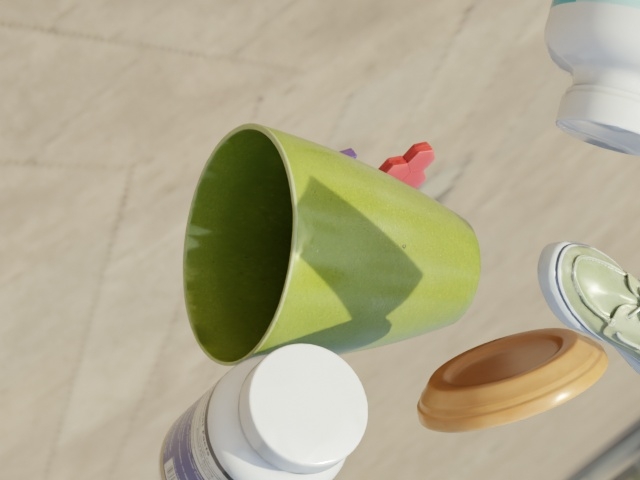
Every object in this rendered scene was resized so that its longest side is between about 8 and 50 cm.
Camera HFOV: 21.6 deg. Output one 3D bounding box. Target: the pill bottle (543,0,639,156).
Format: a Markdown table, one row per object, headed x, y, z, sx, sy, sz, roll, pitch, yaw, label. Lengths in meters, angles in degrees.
| x | y | z | sx | sy | sz | roll | pitch | yaw | label |
| --- | --- | --- | --- | --- | --- | --- | --- | --- | --- |
| 0.256 | -0.201 | 1.266 | 0.146 | 0.146 | 0.264 | 44 | 61 | -77 | pill bottle |

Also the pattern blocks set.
| x | y | z | sx | sy | sz | roll | pitch | yaw | label |
| --- | --- | --- | --- | --- | --- | --- | --- | --- | --- |
| 0.000 | 0.000 | 2.268 | 0.285 | 0.026 | 0.325 | -7 | 140 | -33 | pattern blocks set |

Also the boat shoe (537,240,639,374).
| x | y | z | sx | sy | sz | roll | pitch | yaw | label |
| --- | --- | --- | --- | --- | --- | --- | --- | --- | --- |
| 0.398 | 0.089 | 2.155 | 0.094 | 0.302 | 0.109 | -5 | -122 | 50 | boat shoe |

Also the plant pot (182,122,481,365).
| x | y | z | sx | sy | sz | roll | pitch | yaw | label |
| --- | --- | --- | --- | --- | --- | --- | --- | --- | --- |
| 0.030 | 0.018 | 1.959 | 0.293 | 0.275 | 0.275 | 6 | 144 | -29 | plant pot |

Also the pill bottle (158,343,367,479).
| x | y | z | sx | sy | sz | roll | pitch | yaw | label |
| --- | --- | --- | --- | --- | --- | --- | --- | --- | --- |
| -0.059 | 0.205 | 1.724 | 0.153 | 0.153 | 0.264 | -28 | 172 | -31 | pill bottle |

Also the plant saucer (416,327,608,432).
| x | y | z | sx | sy | sz | roll | pitch | yaw | label |
| --- | --- | --- | --- | --- | --- | --- | --- | --- | --- |
| 0.188 | 0.134 | 1.686 | 0.200 | 0.037 | 0.200 | -20 | -169 | 4 | plant saucer |
